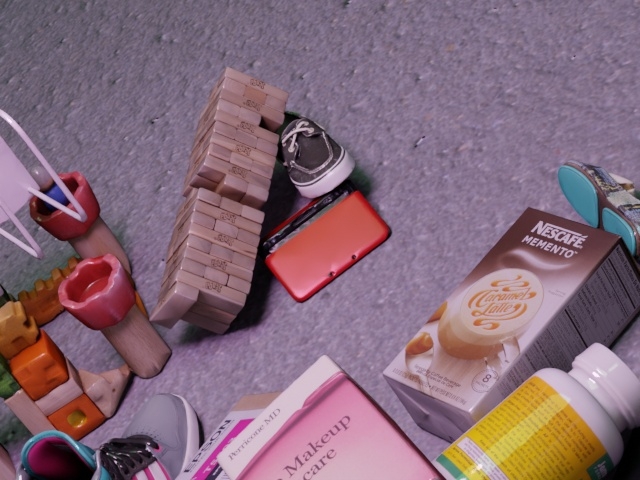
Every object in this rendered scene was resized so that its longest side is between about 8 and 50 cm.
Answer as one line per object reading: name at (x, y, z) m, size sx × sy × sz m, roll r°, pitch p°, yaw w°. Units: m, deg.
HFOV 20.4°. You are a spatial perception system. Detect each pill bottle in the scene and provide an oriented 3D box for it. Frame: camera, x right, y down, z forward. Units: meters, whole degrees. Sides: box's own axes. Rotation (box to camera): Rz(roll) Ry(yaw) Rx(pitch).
pill bottle at (0.211, 0.195, 1.680) m, size 0.208 × 0.117 × 0.117 m, roll -39°, pitch 36°, yaw -7°

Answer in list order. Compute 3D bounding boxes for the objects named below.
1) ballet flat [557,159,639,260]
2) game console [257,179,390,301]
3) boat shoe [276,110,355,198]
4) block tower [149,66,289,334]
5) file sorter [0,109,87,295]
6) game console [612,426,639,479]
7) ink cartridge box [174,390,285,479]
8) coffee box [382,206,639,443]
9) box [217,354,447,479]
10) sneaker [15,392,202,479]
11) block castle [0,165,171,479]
ballet flat at (0.323, -0.035, 1.920) m, size 0.070 × 0.070 × 0.188 m, roll -34°, pitch 37°, yaw 0°
game console at (0.000, 0.000, 2.164) m, size 0.144 × 0.085 × 0.124 m, roll -36°, pitch 4°, yaw -4°
boat shoe at (-0.022, -0.112, 2.222) m, size 0.078 × 0.070 × 0.219 m, roll -40°, pitch 22°, yaw -4°
block tower at (-0.119, -0.044, 2.172) m, size 0.091 × 0.097 × 0.335 m, roll 132°, pitch 156°, yaw -54°
file sorter at (-0.438, -0.013, 2.012) m, size 0.277 × 0.193 × 0.173 m, roll -44°, pitch 38°, yaw -15°
game console at (0.338, 0.203, 1.661) m, size 0.107 × 0.071 × 0.122 m, roll 20°, pitch 57°, yaw 14°
ink cartridge box at (-0.082, 0.264, 1.802) m, size 0.235 × 0.088 × 0.193 m, roll -51°, pitch 16°, yaw -22°
coffee box at (0.202, 0.095, 1.819) m, size 0.246 × 0.098 × 0.141 m, roll -48°, pitch 38°, yaw -18°
box at (0.032, 0.234, 1.585) m, size 0.148 × 0.127 × 0.232 m, roll -44°, pitch 35°, yaw -2°
sneaker at (-0.237, 0.247, 1.921) m, size 0.123 × 0.178 × 0.296 m, roll -11°, pitch 41°, yaw 29°
block castle at (-0.435, 0.129, 2.186) m, size 0.453 × 0.213 × 0.303 m, roll -33°, pitch 36°, yaw 1°
